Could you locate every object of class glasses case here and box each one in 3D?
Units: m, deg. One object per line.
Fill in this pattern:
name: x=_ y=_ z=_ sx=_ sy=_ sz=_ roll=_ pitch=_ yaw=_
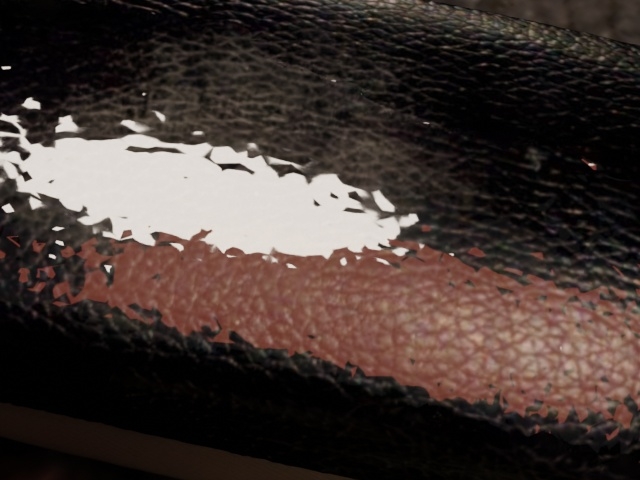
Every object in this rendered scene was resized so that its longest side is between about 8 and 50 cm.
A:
glasses case: x=0.000 y=0.000 z=0.425 sx=0.314 sy=0.075 sz=0.122 roll=10 pitch=58 yaw=6
